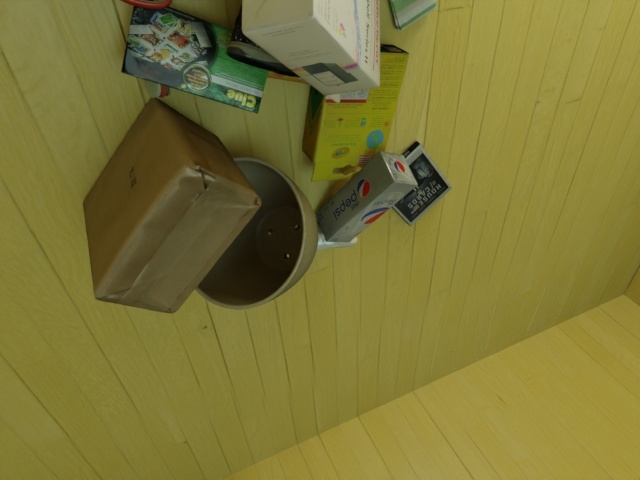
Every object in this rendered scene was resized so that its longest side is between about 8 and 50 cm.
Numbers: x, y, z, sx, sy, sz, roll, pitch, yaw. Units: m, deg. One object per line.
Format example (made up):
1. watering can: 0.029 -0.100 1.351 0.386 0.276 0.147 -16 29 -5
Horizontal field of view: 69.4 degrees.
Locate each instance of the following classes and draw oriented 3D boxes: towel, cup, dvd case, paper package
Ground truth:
1. towel: 0.196 -0.561 1.019 0.113 0.023 0.152 -34 133 -5
2. cup: -0.134 -0.011 1.099 0.331 0.331 0.237 -50 159 14
3. dvd case: 0.277 -0.162 1.382 0.179 0.029 0.239 -44 134 9
4. paper package: -0.308 -0.071 0.905 0.168 0.324 0.309 28 107 -42

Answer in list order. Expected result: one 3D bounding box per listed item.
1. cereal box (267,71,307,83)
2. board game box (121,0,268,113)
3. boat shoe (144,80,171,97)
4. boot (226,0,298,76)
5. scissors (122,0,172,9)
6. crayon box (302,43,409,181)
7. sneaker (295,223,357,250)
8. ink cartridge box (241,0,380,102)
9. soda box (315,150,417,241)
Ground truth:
1. cereal box: -0.068 -0.449 0.931 0.173 0.047 0.240 -1 126 -27
2. board game box: -0.224 -0.341 0.869 0.260 0.030 0.136 11 101 -29
3. boat shoe: -0.311 -0.343 0.881 0.043 0.049 0.136 -38 135 -55
4. boot: -0.058 -0.406 0.866 0.237 0.085 0.178 -3 107 -43
5. scissors: -0.388 -0.444 0.732 0.298 0.021 0.108 -2 91 -29
6. crayon box: 0.072 -0.302 1.110 0.203 0.081 0.318 -7 128 -25
7. sneaker: 0.000 0.000 1.331 0.213 0.080 0.094 5 134 -25
8. ink cartridge box: 0.015 -0.380 0.777 0.354 0.119 0.206 2 88 -65
9. soda box: 0.112 -0.104 1.204 0.091 0.097 0.286 1 149 -40
